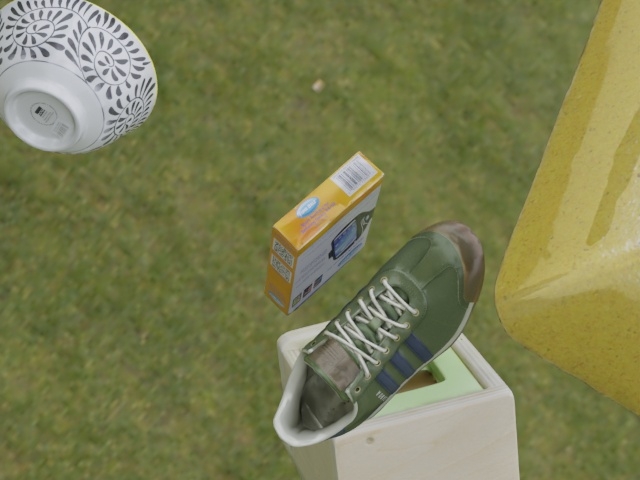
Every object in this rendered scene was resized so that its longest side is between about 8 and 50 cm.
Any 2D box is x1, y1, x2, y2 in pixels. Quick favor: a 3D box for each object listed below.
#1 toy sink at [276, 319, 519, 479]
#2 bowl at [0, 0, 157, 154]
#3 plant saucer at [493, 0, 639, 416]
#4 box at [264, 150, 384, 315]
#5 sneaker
[{"bbox_3d":[0.053,0.140,1.318,0.152,0.131,0.234,-12,25,-12],"label":"toy sink"},{"bbox_3d":[-0.242,-0.134,1.421,0.170,0.170,0.080,33,44,-13],"label":"bowl"},{"bbox_3d":[0.299,-0.015,0.930,0.333,0.081,0.333,32,60,-13],"label":"plant saucer"},{"bbox_3d":[0.000,0.000,1.060,0.081,0.136,0.028,-42,78,-20],"label":"box"},{"bbox_3d":[0.032,0.071,1.012,0.064,0.192,0.086,47,39,16],"label":"sneaker"}]
